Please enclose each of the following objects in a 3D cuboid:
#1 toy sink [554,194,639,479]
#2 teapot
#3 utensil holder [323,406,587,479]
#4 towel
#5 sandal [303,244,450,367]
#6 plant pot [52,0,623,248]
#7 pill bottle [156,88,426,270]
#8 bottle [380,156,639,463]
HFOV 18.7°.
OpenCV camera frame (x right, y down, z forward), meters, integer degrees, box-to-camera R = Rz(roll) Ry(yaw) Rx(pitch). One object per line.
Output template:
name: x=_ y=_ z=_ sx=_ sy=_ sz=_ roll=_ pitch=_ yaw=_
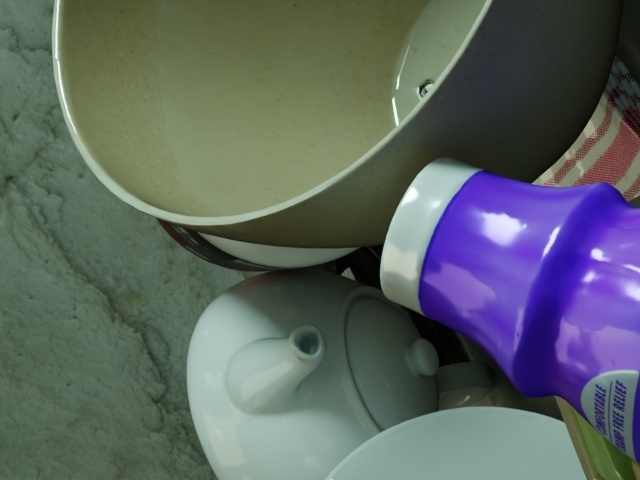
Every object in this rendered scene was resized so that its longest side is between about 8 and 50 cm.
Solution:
toy sink: x=0.206 y=0.092 z=0.911 sx=0.234 sy=0.131 sz=0.153 roll=47 pitch=164 yaw=57
teapot: x=0.022 y=0.127 z=1.684 sx=0.252 sy=0.187 sz=0.256 roll=57 pitch=-151 yaw=-22
utensil holder: x=0.130 y=0.338 z=1.570 sx=0.327 sy=0.327 sz=0.385 roll=58 pitch=168 yaw=23
towel: x=0.110 y=-0.084 z=1.082 sx=0.197 sy=0.029 sz=0.144 roll=59 pitch=149 yaw=17
sandal: x=-0.001 y=0.000 z=1.946 sx=0.446 sy=0.107 sz=0.167 roll=59 pitch=171 yaw=18
plant pot: x=0.036 y=-0.115 z=0.945 sx=0.191 sy=0.284 sz=0.284 roll=25 pitch=-157 yaw=-47
pill bottle: x=-0.033 y=-0.082 z=1.523 sx=0.210 sy=0.210 sz=0.363 roll=62 pitch=172 yaw=-2
bottle: x=0.160 y=0.046 z=0.761 sx=0.283 sy=0.092 sz=0.118 roll=24 pitch=150 yaw=22
